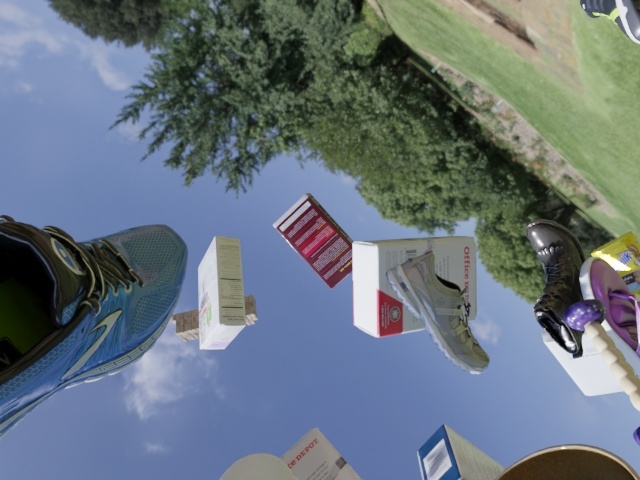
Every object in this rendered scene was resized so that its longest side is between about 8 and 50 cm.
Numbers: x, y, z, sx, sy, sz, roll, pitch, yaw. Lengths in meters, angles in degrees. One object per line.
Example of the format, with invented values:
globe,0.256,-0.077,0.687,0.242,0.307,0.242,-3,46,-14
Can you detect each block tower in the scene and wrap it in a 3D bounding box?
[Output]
block tower,-0.421,0.316,1.724,0.091,0.335,0.097,74,-177,-55

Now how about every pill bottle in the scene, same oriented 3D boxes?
pill bottle,-0.039,0.246,0.360,0.078,0.078,0.137,-102,-1,-56

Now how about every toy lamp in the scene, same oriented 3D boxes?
toy lamp,0.478,0.217,0.659,0.080,0.080,0.275,28,-145,-26

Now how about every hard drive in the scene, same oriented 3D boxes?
hard drive,0.844,0.347,1.261,0.353,0.233,0.047,44,-141,-28

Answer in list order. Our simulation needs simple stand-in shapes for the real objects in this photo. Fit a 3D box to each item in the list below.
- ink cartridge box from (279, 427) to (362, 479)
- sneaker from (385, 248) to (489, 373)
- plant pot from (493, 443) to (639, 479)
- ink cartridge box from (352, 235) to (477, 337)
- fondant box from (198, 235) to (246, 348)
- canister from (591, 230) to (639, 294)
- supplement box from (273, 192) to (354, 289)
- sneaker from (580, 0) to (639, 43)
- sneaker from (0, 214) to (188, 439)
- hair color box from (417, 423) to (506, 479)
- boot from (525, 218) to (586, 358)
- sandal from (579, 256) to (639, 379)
ink cartridge box,0.006,0.667,1.107,0.197,0.114,0.273,-35,-123,-23
sneaker,0.253,0.142,0.829,0.281,0.115,0.105,49,-168,-11
plant pot,0.330,0.415,0.471,0.254,0.237,0.237,48,-157,3
ink cartridge box,0.242,0.106,1.098,0.306,0.226,0.131,-3,-176,-26
fondant box,-0.354,0.186,1.505,0.096,0.238,0.331,8,-125,-28
canister,0.913,0.075,1.259,0.073,0.126,0.170,-25,-106,-33
supplement box,0.000,0.000,1.173,0.239,0.130,0.073,49,-169,0
sneaker,0.410,-0.336,0.577,0.097,0.084,0.235,81,-170,-65
sneaker,-0.206,0.053,0.352,0.129,0.147,0.330,41,-154,-1
hair color box,0.386,0.579,0.928,0.347,0.105,0.174,36,-167,-4
boot,0.529,0.097,0.957,0.229,0.091,0.263,-34,-94,-39
sandal,0.704,0.192,0.923,0.416,0.102,0.169,50,-129,-12
